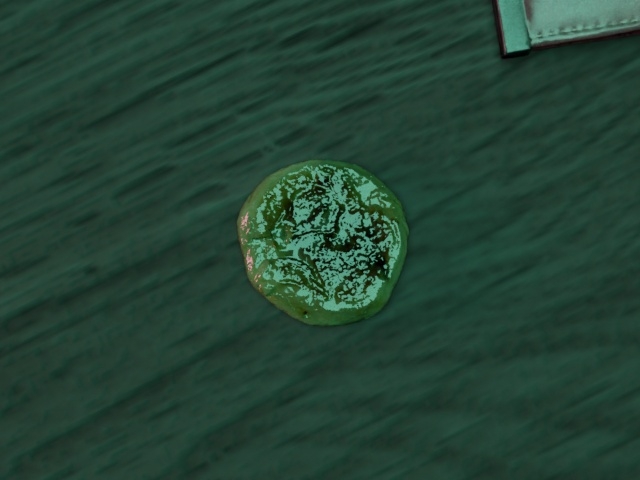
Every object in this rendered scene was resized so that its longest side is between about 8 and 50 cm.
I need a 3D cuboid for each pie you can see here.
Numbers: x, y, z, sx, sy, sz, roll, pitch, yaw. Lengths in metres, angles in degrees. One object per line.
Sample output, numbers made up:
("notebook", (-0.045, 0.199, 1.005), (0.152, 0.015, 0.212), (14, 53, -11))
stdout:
("pie", (0.000, 0.000, 0.601), (0.085, 0.017, 0.085), (0, 86, 1))

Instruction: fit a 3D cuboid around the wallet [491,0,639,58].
("wallet", (0.128, -0.212, 0.607), (0.119, 0.025, 0.232), (-9, 87, 0))
